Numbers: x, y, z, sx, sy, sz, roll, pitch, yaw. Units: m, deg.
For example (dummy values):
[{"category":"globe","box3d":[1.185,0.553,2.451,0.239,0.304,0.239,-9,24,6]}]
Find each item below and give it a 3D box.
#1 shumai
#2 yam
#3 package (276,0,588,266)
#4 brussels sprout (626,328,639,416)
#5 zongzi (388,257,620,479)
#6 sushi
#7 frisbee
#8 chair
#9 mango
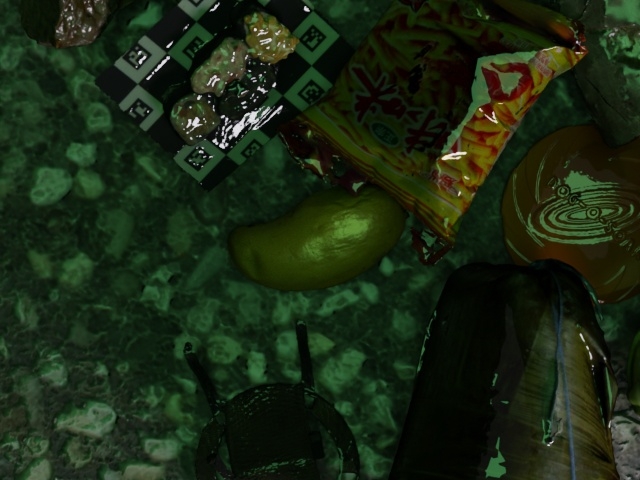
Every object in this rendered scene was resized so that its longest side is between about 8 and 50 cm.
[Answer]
[{"category":"shumai","box3d":[-0.205,-0.280,1.726,0.175,0.166,0.206,10,109,-26]},{"category":"yam","box3d":[0.296,-0.235,1.704,0.154,0.154,0.254,-26,94,4]},{"category":"package","box3d":[0.120,-0.146,1.715,0.223,0.108,0.288,41,102,23]},{"category":"brussels sprout","box3d":[0.430,0.157,1.703,0.294,0.227,0.259,-43,109,-5]},{"category":"zongzi","box3d":[0.270,0.248,1.762,0.432,0.208,0.403,20,80,-25]},{"category":"sushi","box3d":[-0.083,-0.160,1.721,0.215,0.050,0.192,-41,125,6]},{"category":"frisbee","box3d":[0.283,-0.025,1.780,0.192,0.035,0.192,0,96,1]},{"category":"chair","box3d":[-0.051,0.214,1.788,0.174,0.149,0.213,-12,137,0]},{"category":"mango","box3d":[0.000,0.000,1.769,0.190,0.075,0.098,-18,84,6]}]
